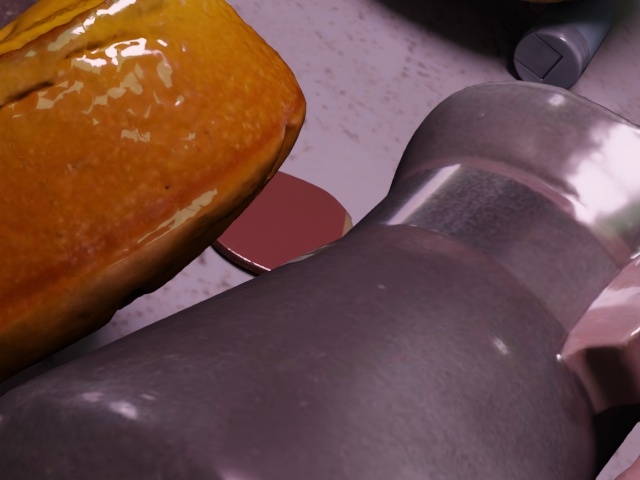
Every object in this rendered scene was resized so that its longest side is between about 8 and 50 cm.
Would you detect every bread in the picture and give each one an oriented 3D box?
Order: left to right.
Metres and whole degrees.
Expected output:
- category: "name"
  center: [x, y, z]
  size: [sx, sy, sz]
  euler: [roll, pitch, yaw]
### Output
- category: "bread"
  center: [-0.137, -0.023, 0.689]
  size: [0.270, 0.195, 0.142]
  euler: [-29, 106, -6]

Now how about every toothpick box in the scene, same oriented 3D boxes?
- category: "toothpick box"
  center: [0.181, -0.150, 1.131]
  size: [0.052, 0.052, 0.083]
  euler: [35, 44, 4]

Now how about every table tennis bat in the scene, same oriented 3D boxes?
- category: "table tennis bat"
  center: [0.000, 0.000, 0.941]
  size: [0.156, 0.013, 0.087]
  euler: [20, 44, -8]

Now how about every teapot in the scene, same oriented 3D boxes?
- category: "teapot"
  center: [0.039, 0.092, 0.661]
  size: [0.344, 0.300, 0.253]
  euler: [-44, 114, -36]

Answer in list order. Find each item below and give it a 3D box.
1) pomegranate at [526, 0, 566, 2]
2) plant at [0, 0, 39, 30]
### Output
- category: "pomegranate"
  center: [0.173, -0.325, 1.100]
  size: [0.333, 0.332, 0.332]
  euler: [14, 47, -16]
- category: "plant"
  center: [-0.165, -0.082, 0.844]
  size: [0.195, 0.132, 0.129]
  euler: [-12, 58, -28]
